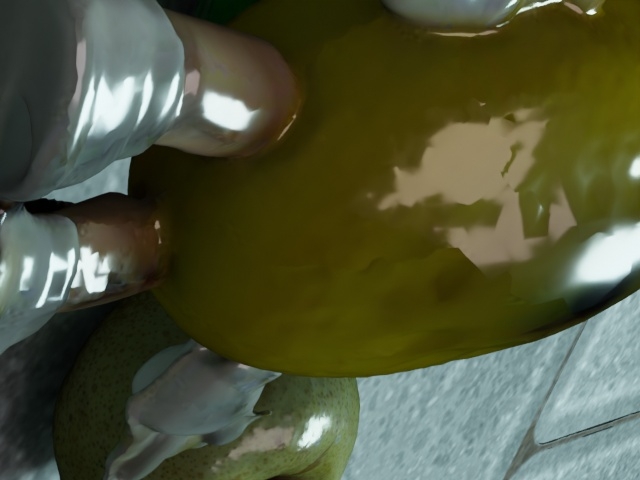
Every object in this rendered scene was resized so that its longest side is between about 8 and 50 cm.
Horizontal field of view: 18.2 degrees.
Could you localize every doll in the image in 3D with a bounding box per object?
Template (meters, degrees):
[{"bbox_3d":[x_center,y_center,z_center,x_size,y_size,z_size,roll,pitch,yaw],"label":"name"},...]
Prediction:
[{"bbox_3d":[-0.010,-0.012,0.785,0.348,0.161,0.423,-34,155,12],"label":"doll"}]

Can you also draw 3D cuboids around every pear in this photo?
[{"bbox_3d":[-0.060,0.095,1.039,0.167,0.136,0.167,-35,148,-27],"label":"pear"}]

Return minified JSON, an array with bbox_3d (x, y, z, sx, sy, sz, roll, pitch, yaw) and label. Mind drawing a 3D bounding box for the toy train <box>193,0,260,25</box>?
[{"bbox_3d":[0.062,-0.136,0.992,0.301,0.120,0.202,-17,137,-49],"label":"toy train"}]
